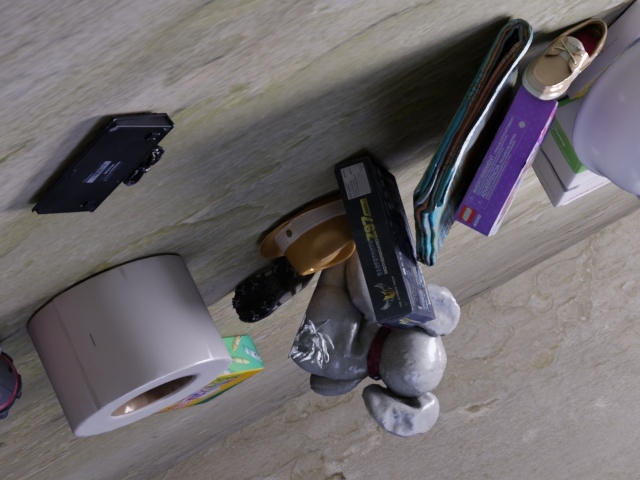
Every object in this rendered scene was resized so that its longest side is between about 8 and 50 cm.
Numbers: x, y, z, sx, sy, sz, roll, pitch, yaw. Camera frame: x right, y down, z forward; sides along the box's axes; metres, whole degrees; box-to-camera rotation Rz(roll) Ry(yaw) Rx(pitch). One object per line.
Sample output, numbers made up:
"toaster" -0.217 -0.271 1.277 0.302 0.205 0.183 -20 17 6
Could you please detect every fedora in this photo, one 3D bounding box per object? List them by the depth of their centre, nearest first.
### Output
"fedora" 0.000 0.000 1.845 0.194 0.079 0.194 -26 166 -7

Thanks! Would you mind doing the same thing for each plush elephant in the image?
"plush elephant" 0.097 0.159 1.918 0.330 0.256 0.271 -64 174 -74

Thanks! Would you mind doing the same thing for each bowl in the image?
"bowl" 0.523 -0.159 1.701 0.298 0.134 0.297 -15 140 -13

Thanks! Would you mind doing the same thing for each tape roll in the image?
"tape roll" -0.270 0.150 1.690 0.246 0.169 0.246 -25 166 -7

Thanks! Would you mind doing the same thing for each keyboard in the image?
"keyboard" -0.219 -0.079 1.238 0.108 0.023 0.180 -5 156 -44

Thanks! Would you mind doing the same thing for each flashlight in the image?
"flashlight" -0.443 0.161 1.535 0.103 0.103 0.304 -22 167 -19

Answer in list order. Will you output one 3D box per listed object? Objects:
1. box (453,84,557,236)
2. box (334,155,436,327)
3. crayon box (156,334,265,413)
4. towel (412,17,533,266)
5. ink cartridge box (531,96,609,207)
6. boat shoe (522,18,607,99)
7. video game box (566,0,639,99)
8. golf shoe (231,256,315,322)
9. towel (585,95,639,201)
"box" 0.267 -0.107 1.702 0.200 0.057 0.293 -63 171 5
"box" 0.095 0.008 1.713 0.059 0.232 0.183 -17 170 14
"crayon box" -0.252 0.267 2.366 0.165 0.081 0.278 -32 166 22
"towel" 0.198 -0.115 1.580 0.271 0.040 0.370 -61 169 -9
"ink cartridge box" 0.480 -0.178 2.030 0.198 0.114 0.273 -26 167 -5
"boat shoe" 0.322 -0.244 1.560 0.170 0.063 0.059 -44 168 -39
"video game box" 0.473 -0.292 1.731 0.187 0.048 0.205 -21 165 -31
"golf shoe" -0.068 0.078 2.021 0.198 0.077 0.094 -36 165 37
"towel" 0.561 -0.167 1.874 0.209 0.285 0.034 -28 178 -2
